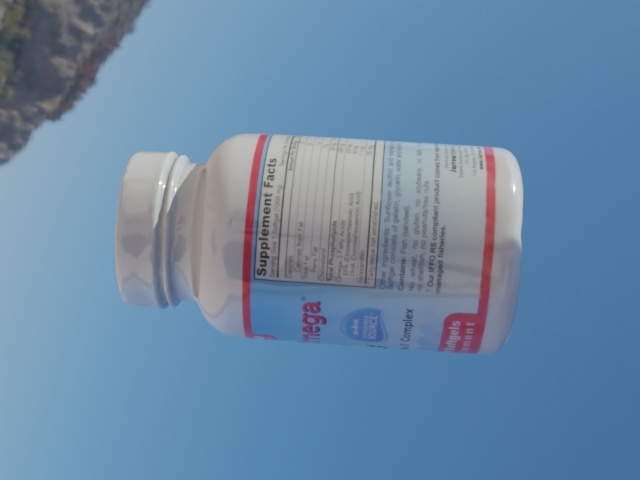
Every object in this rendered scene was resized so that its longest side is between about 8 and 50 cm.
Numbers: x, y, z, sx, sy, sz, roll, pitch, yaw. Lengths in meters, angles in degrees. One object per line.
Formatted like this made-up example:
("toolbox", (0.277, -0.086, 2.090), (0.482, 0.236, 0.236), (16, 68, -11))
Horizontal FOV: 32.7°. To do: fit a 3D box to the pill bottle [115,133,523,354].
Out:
("pill bottle", (0.000, 0.000, 0.458), (0.087, 0.160, 0.087), (3, 90, -87))
